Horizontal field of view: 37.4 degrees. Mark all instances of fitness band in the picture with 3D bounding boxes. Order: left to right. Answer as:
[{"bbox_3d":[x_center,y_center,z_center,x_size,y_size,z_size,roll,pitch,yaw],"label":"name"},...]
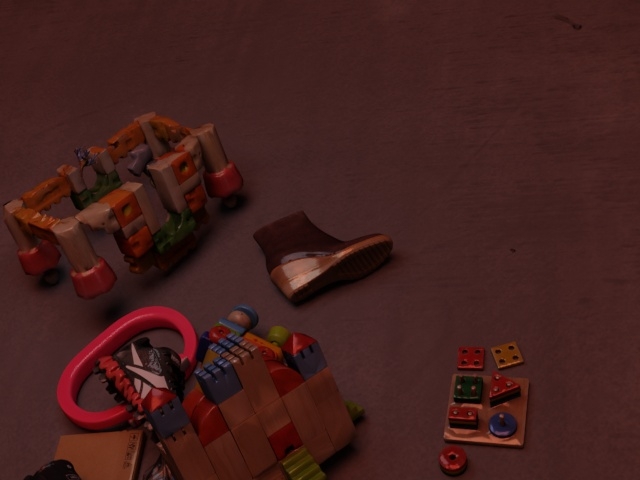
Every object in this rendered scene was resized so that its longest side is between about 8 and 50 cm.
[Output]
[{"bbox_3d":[-0.363,0.244,1.803,0.209,0.054,0.291,27,58,38],"label":"fitness band"}]

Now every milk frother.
[{"bbox_3d":[-0.444,0.461,1.564,0.134,0.129,0.143,35,108,40],"label":"milk frother"}]

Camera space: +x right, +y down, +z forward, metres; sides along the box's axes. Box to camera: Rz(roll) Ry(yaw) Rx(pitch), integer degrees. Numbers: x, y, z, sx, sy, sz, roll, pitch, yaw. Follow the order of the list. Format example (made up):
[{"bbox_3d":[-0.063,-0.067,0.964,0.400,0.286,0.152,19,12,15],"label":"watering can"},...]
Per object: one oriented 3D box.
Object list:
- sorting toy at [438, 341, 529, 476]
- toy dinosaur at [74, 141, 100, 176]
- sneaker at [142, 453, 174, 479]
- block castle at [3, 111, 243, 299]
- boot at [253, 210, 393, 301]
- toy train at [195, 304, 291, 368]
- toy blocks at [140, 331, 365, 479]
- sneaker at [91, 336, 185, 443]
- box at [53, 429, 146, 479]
[{"bbox_3d":[0.280,0.269,1.595,0.132,0.046,0.275,2,47,17],"label":"sorting toy"},{"bbox_3d":[-0.503,-0.173,1.985,0.082,0.047,0.090,-9,39,51],"label":"toy dinosaur"},{"bbox_3d":[-0.265,0.426,1.596,0.078,0.067,0.188,-15,42,29],"label":"sneaker"},{"bbox_3d":[-0.407,-0.070,2.013,0.303,0.213,0.453,15,45,43],"label":"block castle"},{"bbox_3d":[0.000,0.000,1.903,0.248,0.090,0.207,-25,47,-4],"label":"boot"},{"bbox_3d":[-0.089,0.213,1.734,0.248,0.105,0.143,24,37,9],"label":"toy train"},{"bbox_3d":[-0.118,0.274,1.515,0.381,0.261,0.190,-30,21,-22],"label":"toy blocks"},{"bbox_3d":[-0.281,0.260,1.647,0.135,0.098,0.276,-38,46,-17],"label":"sneaker"},{"bbox_3d":[-0.402,0.426,1.654,0.164,0.021,0.201,-6,46,12],"label":"box"}]
